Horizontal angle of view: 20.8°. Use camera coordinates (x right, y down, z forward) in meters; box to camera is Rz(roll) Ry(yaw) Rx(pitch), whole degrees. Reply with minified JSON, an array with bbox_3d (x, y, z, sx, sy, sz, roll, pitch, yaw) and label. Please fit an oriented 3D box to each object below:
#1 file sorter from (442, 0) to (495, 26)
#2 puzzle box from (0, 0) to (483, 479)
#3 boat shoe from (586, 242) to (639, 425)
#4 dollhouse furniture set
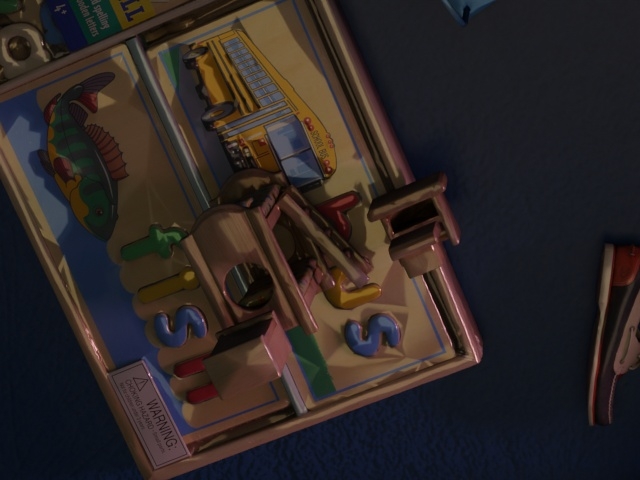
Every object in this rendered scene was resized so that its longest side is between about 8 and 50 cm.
[{"bbox_3d":[0.129,-0.234,1.142,0.170,0.104,0.118,-34,98,14],"label":"file sorter"},{"bbox_3d":[-0.082,-0.051,1.241,0.272,0.052,0.408,-22,101,11],"label":"puzzle box"},{"bbox_3d":[0.214,0.069,1.244,0.043,0.049,0.137,7,101,2],"label":"boat shoe"},{"bbox_3d":[0.000,0.000,1.124,0.161,0.182,0.101,-23,101,12],"label":"dollhouse furniture set"}]
